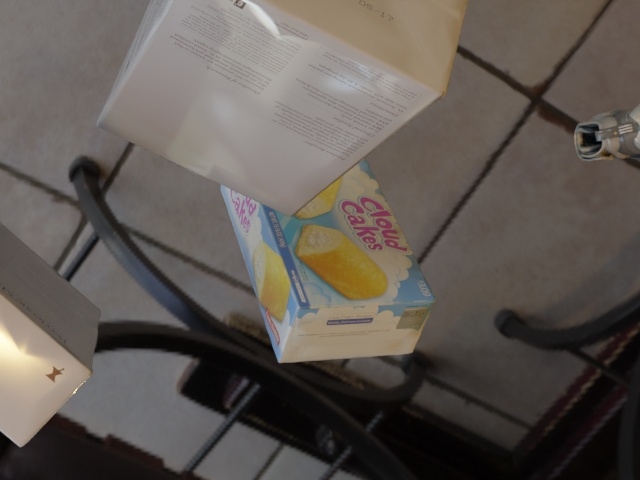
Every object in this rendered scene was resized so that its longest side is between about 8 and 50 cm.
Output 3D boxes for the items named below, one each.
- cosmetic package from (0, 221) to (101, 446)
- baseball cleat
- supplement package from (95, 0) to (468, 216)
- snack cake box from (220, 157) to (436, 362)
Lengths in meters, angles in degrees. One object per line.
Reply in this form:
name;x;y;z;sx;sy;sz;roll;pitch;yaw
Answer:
cosmetic package;-0.373;-0.001;0.940;0.377;0.284;0.097;44;85;-12
baseball cleat;0.336;-0.119;1.123;0.109;0.206;0.072;-8;85;22
supplement package;-0.030;-0.182;0.844;0.199;0.198;0.263;25;152;-18
snack cake box;0.000;0.000;1.098;0.152;0.264;0.089;-2;135;-22
